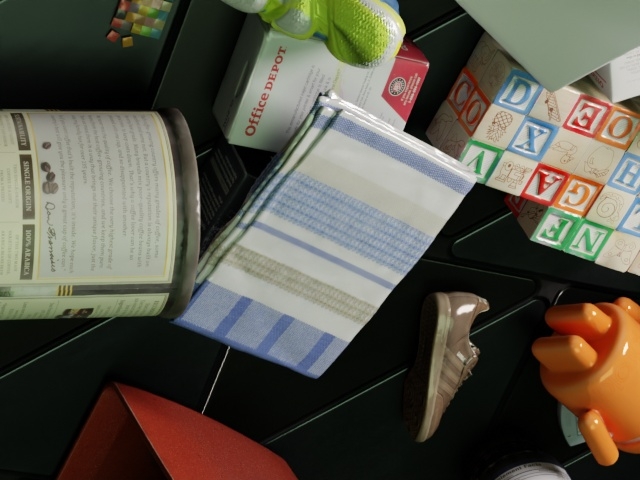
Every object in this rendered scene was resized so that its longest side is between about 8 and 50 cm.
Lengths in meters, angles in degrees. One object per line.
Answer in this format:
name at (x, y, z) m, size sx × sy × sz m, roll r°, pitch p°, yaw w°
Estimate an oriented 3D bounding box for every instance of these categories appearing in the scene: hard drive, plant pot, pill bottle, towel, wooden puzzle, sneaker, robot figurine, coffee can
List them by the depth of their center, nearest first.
hard drive at (0.181, -0.304, 1.782) m, size 0.353 × 0.047 × 0.233 m, roll 42°, pitch 136°, yaw -21°
coffee can at (-0.269, -0.025, 1.823) m, size 0.275 × 0.201 × 0.201 m, roll -1°, pitch 121°, yaw -18°
sneaker at (-0.024, -0.249, 1.843) m, size 0.240 × 0.126 × 0.091 m, roll 37°, pitch 113°, yaw -3°
wooden puzzle at (-0.168, -0.218, 1.854) m, size 0.049 × 0.006 × 0.083 m, roll 12°, pitch 117°, yaw -25°
towel at (0.000, 0.000, 1.921) m, size 0.209 × 0.034 × 0.285 m, roll 24°, pitch 113°, yaw -33°
plant pot at (-0.133, 0.340, 2.085) m, size 0.236 × 0.267 × 0.267 m, roll 10°, pitch 118°, yaw -38°
sneaker at (0.141, 0.142, 2.153) m, size 0.071 × 0.066 × 0.188 m, roll -2°, pitch 122°, yaw -19°
robot figurine at (0.331, 0.156, 2.183) m, size 0.128 × 0.158 × 0.219 m, roll -39°, pitch 121°, yaw 21°
pill bottle at (0.241, 0.315, 2.203) m, size 0.123 × 0.219 × 0.122 m, roll -9°, pitch 123°, yaw -13°

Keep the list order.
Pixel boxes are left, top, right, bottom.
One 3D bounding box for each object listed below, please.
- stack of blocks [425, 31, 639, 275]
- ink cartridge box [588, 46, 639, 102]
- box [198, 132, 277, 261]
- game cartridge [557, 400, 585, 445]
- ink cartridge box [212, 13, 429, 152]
stack of blocks at (0.263, -0.084, 2.037) m, size 0.297 × 0.087 × 0.171 m, roll 17°, pitch 115°, yaw -27°
ink cartridge box at (0.294, -0.212, 1.955) m, size 0.062 × 0.104 × 0.181 m, roll -16°, pitch 125°, yaw -8°
box at (-0.061, -0.003, 1.976) m, size 0.156 × 0.093 × 0.158 m, roll 21°, pitch 114°, yaw -29°
game cartridge at (0.303, 0.199, 2.276) m, size 0.056 × 0.017 × 0.083 m, roll -18°, pitch 125°, yaw -12°
ink cartridge box at (-0.002, -0.150, 1.913) m, size 0.175 × 0.072 × 0.127 m, roll 10°, pitch 118°, yaw -24°
